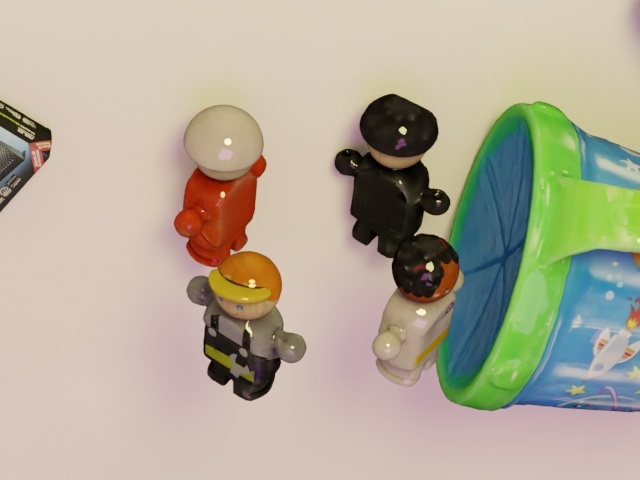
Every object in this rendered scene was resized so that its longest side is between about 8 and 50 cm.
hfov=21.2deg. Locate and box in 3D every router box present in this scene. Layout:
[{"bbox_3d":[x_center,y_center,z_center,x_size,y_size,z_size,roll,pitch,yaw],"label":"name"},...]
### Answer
[{"bbox_3d":[-0.275,-0.057,1.293,0.092,0.038,0.122,32,117,-27],"label":"router box"}]

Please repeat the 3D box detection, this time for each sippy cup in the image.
[{"bbox_3d":[0.227,0.033,1.293,0.224,0.305,0.240,13,110,-10],"label":"sippy cup"}]

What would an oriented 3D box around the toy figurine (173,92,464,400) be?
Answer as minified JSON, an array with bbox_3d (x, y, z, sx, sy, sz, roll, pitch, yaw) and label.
[{"bbox_3d":[0.000,0.000,1.266,0.213,0.209,0.148,-1,138,-8],"label":"toy figurine"}]
